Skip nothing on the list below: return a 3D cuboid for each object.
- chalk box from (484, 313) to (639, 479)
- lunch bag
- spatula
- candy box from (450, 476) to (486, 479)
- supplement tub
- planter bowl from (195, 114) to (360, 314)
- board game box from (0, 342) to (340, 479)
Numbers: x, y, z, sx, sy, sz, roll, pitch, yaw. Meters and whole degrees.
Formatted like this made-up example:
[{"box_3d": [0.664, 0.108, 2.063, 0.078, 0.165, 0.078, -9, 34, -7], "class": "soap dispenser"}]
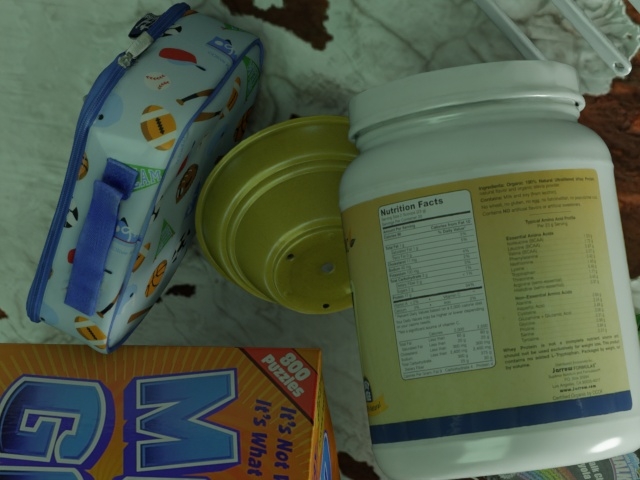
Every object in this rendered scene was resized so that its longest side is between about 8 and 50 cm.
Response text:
[{"box_3d": [0.258, 0.161, 1.482, 0.213, 0.132, 0.132, -15, 113, 29], "class": "chalk box"}, {"box_3d": [-0.162, -0.058, 1.452, 0.115, 0.243, 0.303, 26, 128, 6], "class": "lunch bag"}, {"box_3d": [0.180, -0.216, 1.330, 0.242, 0.019, 0.168, 45, 138, -15], "class": "spatula"}, {"box_3d": [0.139, 0.194, 1.602, 0.109, 0.053, 0.186, -13, 113, 29], "class": "candy box"}, {"box_3d": [0.137, 0.028, 1.323, 0.228, 0.228, 0.316, -11, 83, 29], "class": "supplement tub"}, {"box_3d": [0.000, 0.000, 1.454, 0.217, 0.090, 0.217, -6, 130, -7], "class": "planter bowl"}, {"box_3d": [-0.173, 0.340, 1.531, 0.357, 0.356, 0.356, 0, 143, 6], "class": "board game box"}]
